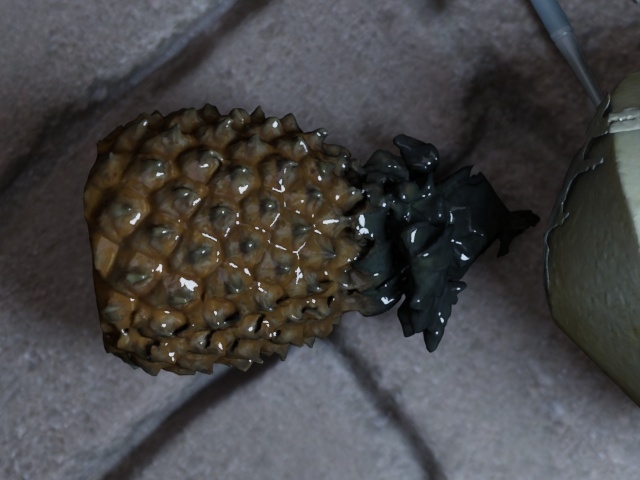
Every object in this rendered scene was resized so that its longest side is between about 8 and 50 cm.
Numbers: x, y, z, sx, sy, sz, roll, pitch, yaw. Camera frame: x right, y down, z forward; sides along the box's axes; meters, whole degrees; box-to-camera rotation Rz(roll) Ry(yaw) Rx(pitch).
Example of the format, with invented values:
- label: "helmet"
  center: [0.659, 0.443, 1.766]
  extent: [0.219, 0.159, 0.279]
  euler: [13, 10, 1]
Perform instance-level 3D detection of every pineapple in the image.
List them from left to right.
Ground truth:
- label: "pineapple"
  center: [0.000, 0.000, 1.490]
  extent: [0.357, 0.223, 0.223]
  euler: [0, 81, 4]

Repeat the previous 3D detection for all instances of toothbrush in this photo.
- label: "toothbrush"
  center: [0.188, -0.188, 1.550]
  extent: [0.030, 0.025, 0.342]
  euler: [-27, 76, 12]

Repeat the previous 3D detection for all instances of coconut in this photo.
- label: "coconut"
  center: [0.313, 0.004, 1.353]
  extent: [0.323, 0.323, 0.323]
  euler: [-2, 80, 15]

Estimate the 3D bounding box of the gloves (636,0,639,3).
- label: "gloves"
  center: [0.278, -0.231, 1.524]
  extent: [0.044, 0.037, 0.081]
  euler: [38, 111, 52]
